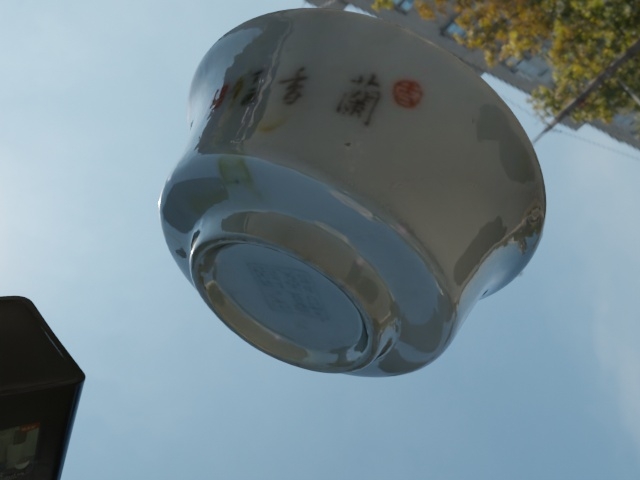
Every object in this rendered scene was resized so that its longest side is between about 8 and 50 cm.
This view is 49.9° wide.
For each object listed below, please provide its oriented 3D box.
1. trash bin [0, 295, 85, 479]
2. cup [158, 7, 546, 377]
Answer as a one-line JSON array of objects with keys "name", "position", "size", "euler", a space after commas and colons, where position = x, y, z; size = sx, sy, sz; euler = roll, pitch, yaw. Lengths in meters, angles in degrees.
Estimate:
[{"name": "trash bin", "position": [-0.314, 0.189, 0.632], "size": [0.115, 0.226, 0.165], "euler": [-1, -156, -43]}, {"name": "cup", "position": [0.000, 0.000, 0.591], "size": [0.347, 0.347, 0.163], "euler": [38, -126, -12]}]
